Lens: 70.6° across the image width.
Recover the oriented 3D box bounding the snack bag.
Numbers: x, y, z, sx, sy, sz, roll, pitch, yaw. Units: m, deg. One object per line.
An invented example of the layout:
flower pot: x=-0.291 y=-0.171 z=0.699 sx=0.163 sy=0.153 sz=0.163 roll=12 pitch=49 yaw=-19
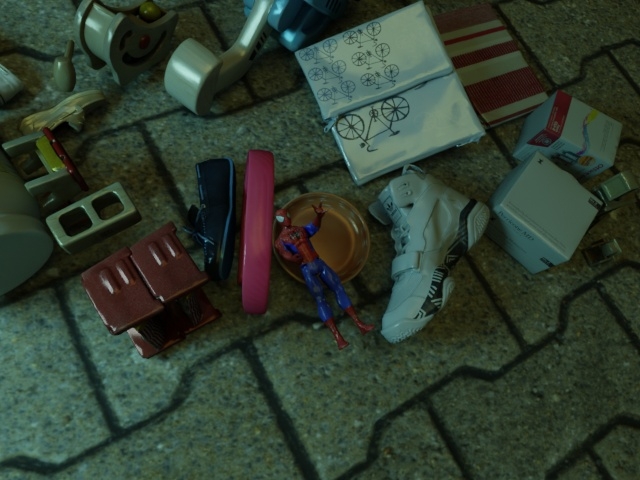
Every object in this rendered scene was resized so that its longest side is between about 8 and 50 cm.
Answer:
snack bag: x=0.151 y=-0.319 z=0.988 sx=0.323 sy=0.037 sz=0.342 roll=-22 pitch=85 yaw=-2

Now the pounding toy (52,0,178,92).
pounding toy: x=-0.415 y=-0.410 z=0.870 sx=0.155 sy=0.154 sz=0.269 roll=31 pitch=51 yaw=0

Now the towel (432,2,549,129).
towel: x=0.419 y=-0.447 z=1.147 sx=0.237 sy=0.037 sz=0.329 roll=-23 pitch=79 yaw=-20

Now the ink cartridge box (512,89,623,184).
ink cartridge box: x=0.575 y=-0.232 z=1.055 sx=0.176 sy=0.128 sz=0.127 roll=27 pitch=69 yaw=-2

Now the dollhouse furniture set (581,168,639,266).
dollhouse furniture set: x=0.655 y=-0.048 z=0.980 sx=0.101 sy=0.182 sz=0.161 roll=-15 pitch=75 yaw=-16

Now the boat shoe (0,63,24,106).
boat shoe: x=-0.685 y=-0.363 z=0.865 sx=0.258 sy=0.095 sz=0.084 roll=46 pitch=65 yaw=-6

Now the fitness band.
fitness band: x=-0.112 y=-0.016 z=0.795 sx=0.054 sy=0.209 sz=0.290 roll=3 pitch=72 yaw=-12

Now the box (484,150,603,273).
box: x=0.467 y=-0.059 z=0.979 sx=0.181 sy=0.119 sz=0.182 roll=40 pitch=68 yaw=4

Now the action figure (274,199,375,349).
action figure: x=0.000 y=0.047 z=0.802 sx=0.091 sy=0.139 sz=0.280 roll=-29 pitch=77 yaw=-20

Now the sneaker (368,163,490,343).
sneaker: x=0.170 y=0.010 z=0.886 sx=0.210 sy=0.137 sz=0.366 roll=38 pitch=63 yaw=1

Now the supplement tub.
supplement tub: x=-0.603 y=-0.073 z=0.698 sx=0.235 sy=0.235 sz=0.325 roll=-37 pitch=82 yaw=-20

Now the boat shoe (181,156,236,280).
boat shoe: x=-0.207 y=-0.039 z=0.855 sx=0.089 sy=0.109 sz=0.258 roll=-1 pitch=55 yaw=-5

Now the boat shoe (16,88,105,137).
boat shoe: x=-0.487 y=-0.234 z=0.875 sx=0.170 sy=0.063 sz=0.059 roll=-38 pitch=97 yaw=-22

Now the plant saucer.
plant saucer: x=0.000 y=0.000 z=0.906 sx=0.200 sy=0.037 sz=0.200 roll=3 pitch=71 yaw=-10

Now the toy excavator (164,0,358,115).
toy excavator: x=-0.102 y=-0.479 z=0.961 sx=0.222 sy=0.445 sz=0.433 roll=36 pitch=24 yaw=2

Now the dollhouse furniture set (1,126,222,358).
dollhouse furniture set: x=-0.334 y=-0.006 z=0.760 sx=0.152 sy=0.201 sz=0.374 roll=-32 pitch=74 yaw=-19
